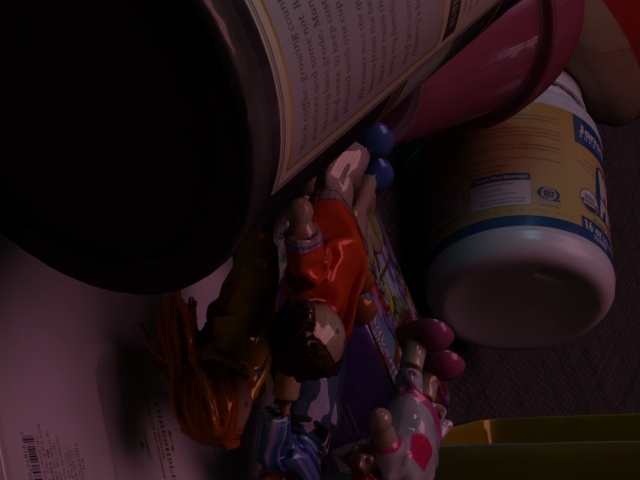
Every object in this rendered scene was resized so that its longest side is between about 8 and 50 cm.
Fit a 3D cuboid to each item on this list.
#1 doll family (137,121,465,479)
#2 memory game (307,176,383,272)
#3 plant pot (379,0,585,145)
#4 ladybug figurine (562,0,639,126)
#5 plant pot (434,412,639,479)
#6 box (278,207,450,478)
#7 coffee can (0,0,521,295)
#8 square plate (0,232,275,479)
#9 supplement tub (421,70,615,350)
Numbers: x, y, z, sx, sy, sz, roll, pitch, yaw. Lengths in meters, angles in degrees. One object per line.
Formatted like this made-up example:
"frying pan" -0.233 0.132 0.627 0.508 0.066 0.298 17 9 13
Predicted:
"doll family" -0.013 0.072 0.887 0.263 0.118 0.163 67 31 -46
"memory game" -0.002 -0.068 1.012 0.186 0.012 0.186 -20 90 -77
"plant pot" 0.059 -0.153 1.233 0.180 0.201 0.201 -39 110 -48
"ladybug figurine" 0.170 -0.287 1.464 0.449 0.162 0.305 49 8 -25
"plant pot" 0.181 0.221 1.209 0.212 0.212 0.187 -1 87 -65
"box" 0.000 0.000 1.085 0.201 0.057 0.293 -56 125 -78
"coffee can" -0.032 -0.132 0.787 0.275 0.201 0.201 -42 113 -41
"square plate" -0.097 0.110 0.867 0.344 0.049 0.347 11 63 -63
"supplement tub" 0.152 -0.030 1.371 0.144 0.144 0.199 46 35 -44
